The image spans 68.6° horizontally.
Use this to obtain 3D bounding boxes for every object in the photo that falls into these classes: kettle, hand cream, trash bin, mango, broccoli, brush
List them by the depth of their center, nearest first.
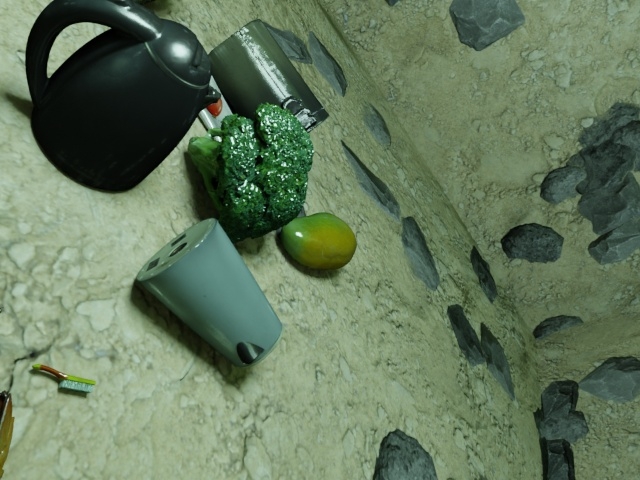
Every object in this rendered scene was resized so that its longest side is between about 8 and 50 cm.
[{"bbox_3d":[-0.340,0.183,0.618,0.083,0.018,0.021,38,46,-37],"label":"brush"},{"bbox_3d":[-0.320,-0.246,0.746,0.268,0.290,0.208,28,44,-42],"label":"kettle"},{"bbox_3d":[-0.182,0.094,0.845,0.243,0.159,0.211,56,1,-23],"label":"kettle"},{"bbox_3d":[-0.142,-0.149,0.995,0.275,0.308,0.307,29,20,23],"label":"broccoli"},{"bbox_3d":[-0.272,-0.342,1.140,0.336,0.076,0.121,61,30,-14],"label":"hand cream"},{"bbox_3d":[0.000,0.000,1.202,0.251,0.114,0.157,2,71,-57],"label":"mango"},{"bbox_3d":[-0.142,-0.389,1.223,0.302,0.203,0.252,53,-10,-11],"label":"trash bin"}]

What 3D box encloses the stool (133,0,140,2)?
[{"bbox_3d":[-0.410,-0.663,1.002,0.244,0.170,0.270,-68,146,-54],"label":"stool"}]

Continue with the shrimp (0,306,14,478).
[{"bbox_3d":[-0.394,0.184,0.497,0.150,0.067,0.249,46,36,-47],"label":"shrimp"}]
